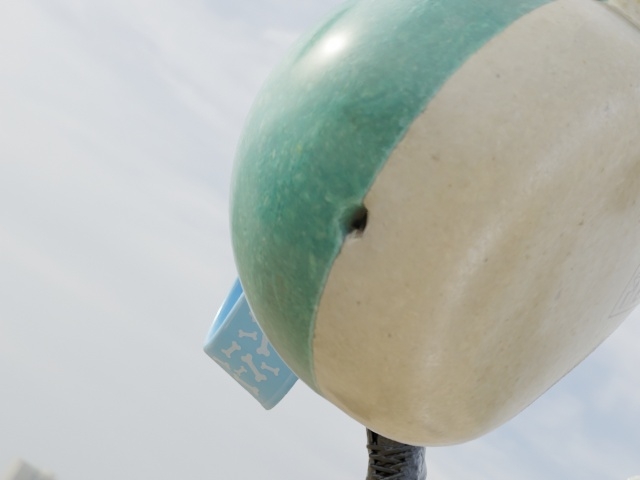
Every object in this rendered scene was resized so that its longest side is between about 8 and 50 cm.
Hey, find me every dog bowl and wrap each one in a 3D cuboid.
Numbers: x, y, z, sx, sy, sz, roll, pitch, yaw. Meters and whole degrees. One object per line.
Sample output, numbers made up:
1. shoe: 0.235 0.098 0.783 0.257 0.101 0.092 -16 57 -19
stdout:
1. dog bowl: 0.000 0.000 1.245 0.074 0.166 0.297 31 -59 -7

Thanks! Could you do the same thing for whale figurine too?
1. whale figurine: 0.070 -0.024 0.628 0.141 0.216 0.272 35 23 25

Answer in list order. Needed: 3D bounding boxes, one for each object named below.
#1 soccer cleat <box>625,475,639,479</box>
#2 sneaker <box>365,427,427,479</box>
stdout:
1. soccer cleat: 0.314 0.218 1.288 0.196 0.068 0.076 -1 -17 -21
2. sneaker: 0.054 0.162 1.208 0.051 0.170 0.089 -1 -68 13
